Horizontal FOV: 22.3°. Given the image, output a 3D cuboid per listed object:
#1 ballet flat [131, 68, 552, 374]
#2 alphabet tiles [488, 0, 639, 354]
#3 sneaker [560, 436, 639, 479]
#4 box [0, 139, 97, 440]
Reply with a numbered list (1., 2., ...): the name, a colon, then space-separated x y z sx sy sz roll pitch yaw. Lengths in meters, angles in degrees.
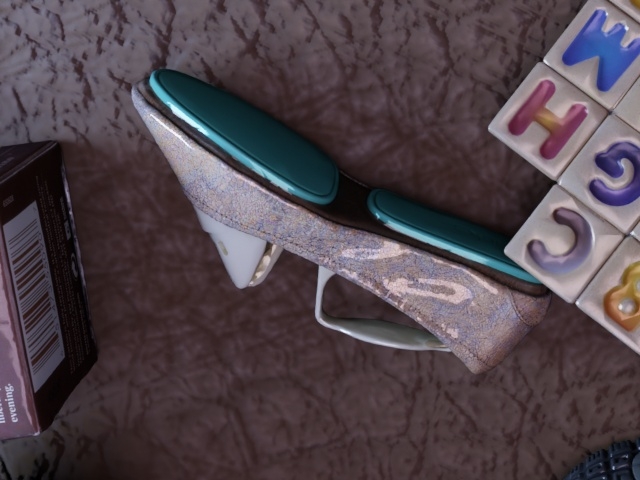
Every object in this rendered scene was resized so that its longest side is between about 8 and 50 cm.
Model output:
1. ballet flat: 0.000 0.000 1.087 0.316 0.107 0.106 28 112 -1
2. alphabet tiles: 0.289 -0.075 1.033 0.285 0.011 0.342 38 91 8
3. sneaker: 0.299 0.212 1.112 0.286 0.109 0.130 3 120 11
4. box: -0.275 0.037 1.084 0.203 0.167 0.168 -6 103 7
